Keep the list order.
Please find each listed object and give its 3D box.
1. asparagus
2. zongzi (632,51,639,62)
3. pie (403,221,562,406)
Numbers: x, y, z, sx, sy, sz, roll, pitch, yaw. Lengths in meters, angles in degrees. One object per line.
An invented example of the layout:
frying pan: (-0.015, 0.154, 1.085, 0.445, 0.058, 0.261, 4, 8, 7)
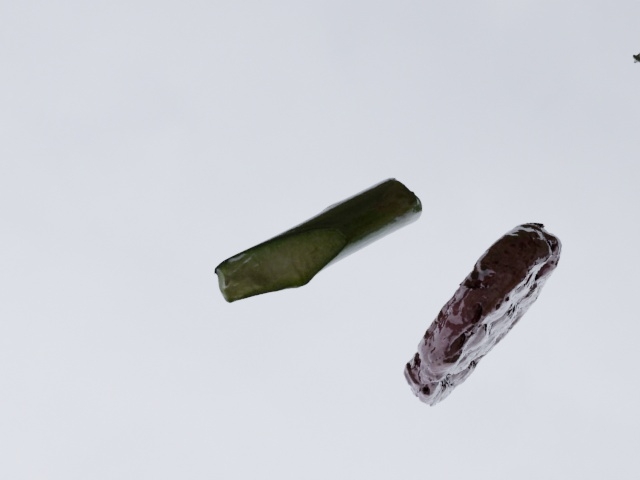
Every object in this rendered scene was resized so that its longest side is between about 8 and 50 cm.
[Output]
asparagus: (0.000, 0.000, 1.217, 0.178, 0.041, 0.045, -27, -112, -36)
zongzi: (0.371, -0.155, 1.153, 0.221, 0.242, 0.112, 37, -153, 4)
pie: (0.111, 0.050, 1.152, 0.038, 0.153, 0.153, 41, -135, 14)
